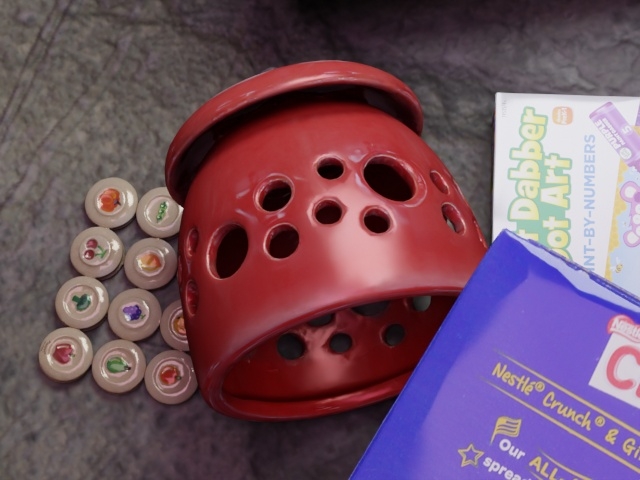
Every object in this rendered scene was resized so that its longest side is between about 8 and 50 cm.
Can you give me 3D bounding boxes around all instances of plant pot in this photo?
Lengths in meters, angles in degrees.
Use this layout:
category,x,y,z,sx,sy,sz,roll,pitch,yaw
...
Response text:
category,x,y,z,sx,sy,sz,roll,pitch,yaw
plant pot,0.000,0.000,0.943,0.191,0.191,0.174,-16,63,-2

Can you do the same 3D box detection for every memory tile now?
category,x,y,z,sx,sy,sz,roll,pitch,yaw
memory tile,-0.120,0.032,1.026,0.113,0.012,0.148,12,74,7

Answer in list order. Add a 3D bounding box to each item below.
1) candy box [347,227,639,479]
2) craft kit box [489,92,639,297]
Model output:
category,x,y,z,sx,sy,sz,roll,pitch,yaw
candy box,0.131,0.198,0.774,0.268,0.122,0.317,31,85,15
craft kit box,0.231,0.029,0.985,0.247,0.061,0.249,1,73,7
